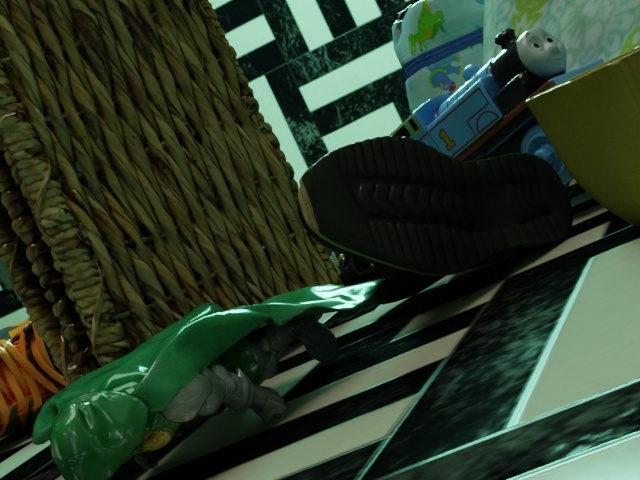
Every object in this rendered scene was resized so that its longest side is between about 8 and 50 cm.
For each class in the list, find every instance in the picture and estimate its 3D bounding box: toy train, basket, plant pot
[{"bbox_3d":[0.117,-0.065,0.920,0.080,0.105,0.184,-28,-10,-43],"label":"toy train"},{"bbox_3d":[-0.168,-0.027,0.900,0.213,0.299,0.223,-24,3,38],"label":"basket"},{"bbox_3d":[0.169,-0.055,0.682,0.081,0.083,0.081,-27,2,-28],"label":"plant pot"}]

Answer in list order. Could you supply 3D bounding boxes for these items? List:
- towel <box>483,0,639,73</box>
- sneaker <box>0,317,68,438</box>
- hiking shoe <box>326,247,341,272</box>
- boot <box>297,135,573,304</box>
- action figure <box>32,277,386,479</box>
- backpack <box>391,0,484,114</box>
[{"bbox_3d":[0.245,-0.231,0.944,0.090,0.320,0.374,21,-28,-29],"label":"towel"},{"bbox_3d":[-0.270,0.108,1.129,0.180,0.124,0.321,-25,2,19],"label":"sneaker"},{"bbox_3d":[0.000,0.000,1.175,0.114,0.086,0.227,-22,3,2],"label":"hiking shoe"},{"bbox_3d":[0.034,0.005,0.779,0.198,0.076,0.137,5,-25,-43],"label":"boot"},{"bbox_3d":[-0.061,0.066,0.635,0.137,0.063,0.232,-22,-1,21],"label":"action figure"},{"bbox_3d":[0.245,-0.190,1.264,0.356,0.273,0.290,-4,3,-5],"label":"backpack"}]
